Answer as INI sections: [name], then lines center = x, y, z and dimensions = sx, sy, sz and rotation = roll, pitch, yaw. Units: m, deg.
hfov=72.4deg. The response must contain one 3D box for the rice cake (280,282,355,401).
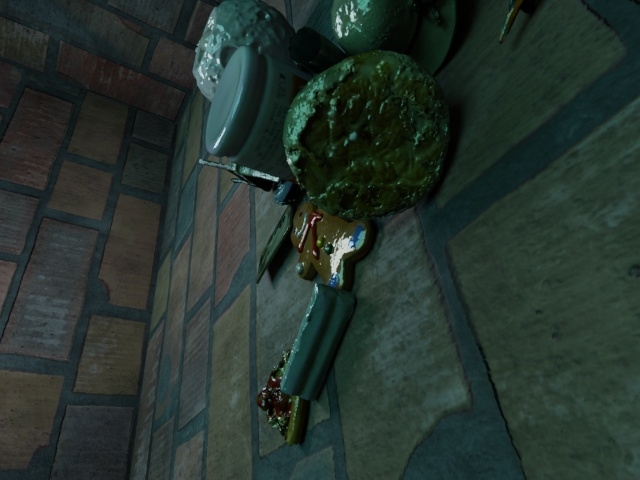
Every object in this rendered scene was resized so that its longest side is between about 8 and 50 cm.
[rice cake]
center = -0.008, 0.193, 0.824
dimensions = 0.226, 0.084, 0.040
rotation = -70, 22, 9

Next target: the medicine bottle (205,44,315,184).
[medicine bottle]
center = -0.038, -0.211, 0.839
dimensions = 0.202, 0.315, 0.202
rotation = -35, 48, 51

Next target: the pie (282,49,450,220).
[pie]
center = 0.072, -0.163, 0.699
dimensions = 0.055, 0.274, 0.274
rotation = -67, 1, -76

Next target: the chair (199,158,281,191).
[chair]
center = -0.168, -0.236, 1.247
dimensions = 0.318, 0.186, 0.160
rotation = 14, 83, 32

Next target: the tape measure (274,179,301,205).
[tape measure]
center = -0.083, -0.137, 1.145
dimensions = 0.091, 0.054, 0.094
rotation = -48, 19, 29

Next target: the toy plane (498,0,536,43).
[toy plane]
center = 0.298, -0.366, 0.602
dimensions = 0.135, 0.062, 0.189
rotation = -130, 46, -56

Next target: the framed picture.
[framed picture]
center = -0.121, 0.003, 1.160
dimensions = 0.201, 0.010, 0.136
rotation = -58, 17, 28

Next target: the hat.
[hat]
center = 0.095, -0.383, 0.755
dimensions = 0.257, 0.130, 0.257
rotation = 33, 136, 37

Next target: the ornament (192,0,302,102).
[ornament]
center = -0.210, -0.539, 1.322
dimensions = 0.337, 0.336, 0.338
rotation = -35, 47, 49

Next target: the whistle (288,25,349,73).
[whistle]
center = 0.035, -0.326, 0.833
dimensions = 0.062, 0.312, 0.062
rotation = 3, 98, 23

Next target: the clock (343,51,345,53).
[clock]
center = 0.110, -0.467, 0.894
dimensions = 0.193, 0.073, 0.145
rotation = 27, 133, 60

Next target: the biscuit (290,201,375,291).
[biscuit]
center = -0.002, -0.001, 0.954
dimensions = 0.206, 0.049, 0.324
rotation = -67, 28, 15

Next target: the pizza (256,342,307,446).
[pizza]
center = -0.091, 0.335, 0.927
dimensions = 0.193, 0.053, 0.201
rotation = -43, 41, 43
